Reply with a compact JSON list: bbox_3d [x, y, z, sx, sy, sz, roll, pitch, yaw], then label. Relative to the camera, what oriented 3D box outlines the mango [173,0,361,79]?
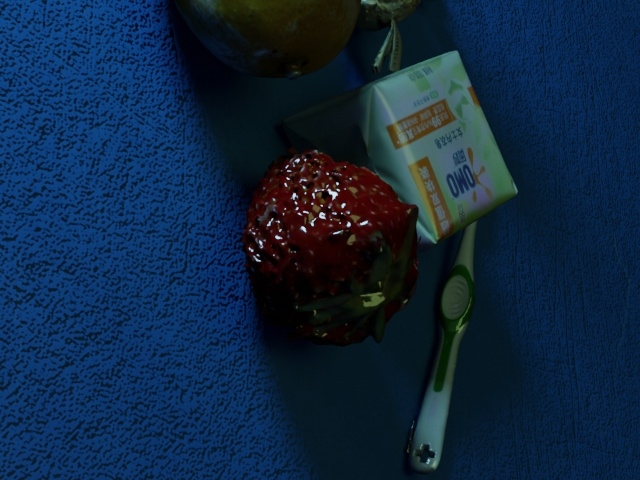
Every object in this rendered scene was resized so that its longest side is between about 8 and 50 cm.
[{"bbox_3d":[-0.061,-0.331,1.409,0.221,0.199,0.384,14,63,-47],"label":"mango"}]

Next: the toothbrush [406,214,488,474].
[{"bbox_3d":[0.150,0.077,1.606,0.040,0.042,0.418,76,24,-48],"label":"toothbrush"}]

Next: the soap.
[{"bbox_3d":[0.088,-0.085,1.528,0.199,0.138,0.182,-29,98,-52],"label":"soap"}]

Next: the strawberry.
[{"bbox_3d":[0.000,0.000,1.378,0.186,0.184,0.201,1,44,-44],"label":"strawberry"}]

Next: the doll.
[{"bbox_3d":[0.062,-0.298,1.607,0.105,0.115,0.221,-21,92,-17],"label":"doll"}]
